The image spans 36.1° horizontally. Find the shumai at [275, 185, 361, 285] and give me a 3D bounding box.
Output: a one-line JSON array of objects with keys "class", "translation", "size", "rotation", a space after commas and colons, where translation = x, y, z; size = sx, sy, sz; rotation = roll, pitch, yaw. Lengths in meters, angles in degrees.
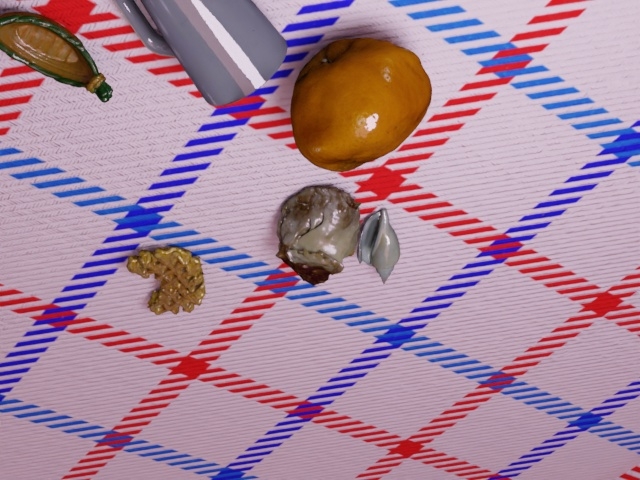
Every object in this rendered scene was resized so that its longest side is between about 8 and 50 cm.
[{"class": "shumai", "translation": [0.002, -0.004, 1.872], "size": [0.184, 0.142, 0.184], "rotation": [-4, 139, -4]}]

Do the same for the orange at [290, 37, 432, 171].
[{"class": "orange", "translation": [0.052, -0.226, 1.605], "size": [0.183, 0.249, 0.249], "rotation": [41, 119, -19]}]

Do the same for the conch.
[{"class": "conch", "translation": [0.114, 0.016, 1.964], "size": [0.088, 0.065, 0.180], "rotation": [-8, 122, 0]}]

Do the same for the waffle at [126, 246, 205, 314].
[{"class": "waffle", "translation": [-0.308, 0.080, 1.976], "size": [0.148, 0.051, 0.194], "rotation": [-3, 140, -5]}]

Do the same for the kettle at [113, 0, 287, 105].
[{"class": "kettle", "translation": [-0.201, -0.345, 1.518], "size": [0.210, 0.160, 0.243], "rotation": [-5, 138, 40]}]

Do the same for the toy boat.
[{"class": "toy boat", "translation": [-0.429, -0.296, 1.551], "size": [0.229, 0.088, 0.089], "rotation": [24, 126, -28]}]
